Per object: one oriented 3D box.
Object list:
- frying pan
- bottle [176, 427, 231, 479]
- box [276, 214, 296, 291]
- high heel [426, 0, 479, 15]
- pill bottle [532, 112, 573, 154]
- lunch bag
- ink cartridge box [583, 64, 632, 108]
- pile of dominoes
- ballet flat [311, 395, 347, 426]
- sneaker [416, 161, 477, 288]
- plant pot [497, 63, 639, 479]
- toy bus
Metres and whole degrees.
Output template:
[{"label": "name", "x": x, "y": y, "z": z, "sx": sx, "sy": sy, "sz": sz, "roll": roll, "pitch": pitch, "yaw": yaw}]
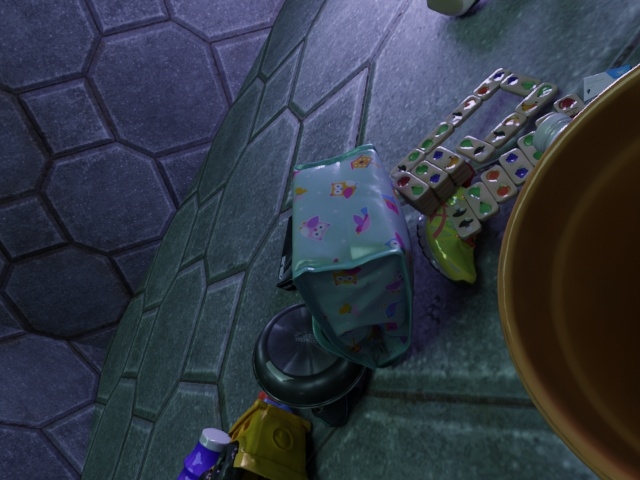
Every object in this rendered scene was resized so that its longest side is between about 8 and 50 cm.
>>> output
[{"label": "frying pan", "x": 0.019, "y": 0.134, "z": 0.755, "sx": 0.197, "sy": 0.053, "sz": 0.326, "roll": 24, "pitch": 56, "yaw": 31}, {"label": "bottle", "x": -0.274, "y": 0.552, "z": 0.943, "sx": 0.118, "sy": 0.092, "sz": 0.283, "roll": 80, "pitch": -149, "yaw": -84}, {"label": "box", "x": -0.023, "y": 0.001, "z": 0.992, "sx": 0.184, "sy": 0.045, "sz": 0.191, "roll": -26, "pitch": 47, "yaw": 46}, {"label": "high heel", "x": 0.309, "y": -0.516, "z": 0.810, "sx": 0.186, "sy": 0.093, "sz": 0.261, "roll": -43, "pitch": 16, "yaw": -3}, {"label": "pill bottle", "x": 0.292, "y": -0.093, "z": 0.480, "sx": 0.065, "sy": 0.065, "sz": 0.116, "roll": -54, "pitch": 42, "yaw": 21}, {"label": "lunch bag", "x": 0.056, "y": 0.036, "z": 0.641, "sx": 0.160, "sy": 0.262, "sz": 0.224, "roll": -13, "pitch": 46, "yaw": 10}, {"label": "ink cartridge box", "x": 0.333, "y": -0.154, "z": 0.506, "sx": 0.048, "sy": 0.028, "sz": 0.083, "roll": -9, "pitch": 61, "yaw": 43}, {"label": "pile of dominoes", "x": 0.217, "y": -0.137, "z": 0.599, "sx": 0.251, "sy": 0.040, "sz": 0.196, "roll": -44, "pitch": 40, "yaw": 3}, {"label": "ballet flat", "x": 0.009, "y": 0.210, "z": 0.755, "sx": 0.074, "sy": 0.074, "sz": 0.203, "roll": -40, "pitch": 37, "yaw": 40}, {"label": "sneaker", "x": 0.191, "y": -0.033, "z": 0.616, "sx": 0.094, "sy": 0.081, "sz": 0.209, "roll": -33, "pitch": 44, "yaw": 36}, {"label": "plant pot", "x": 0.293, "y": 0.034, "z": 0.259, "sx": 0.291, "sy": 0.203, "sz": 0.291, "roll": -41, "pitch": 37, "yaw": 40}, {"label": "toy bus", "x": -0.117, "y": 0.378, "z": 0.785, "sx": 0.220, "sy": 0.149, "sz": 0.212, "roll": -51, "pitch": 19, "yaw": 31}]
